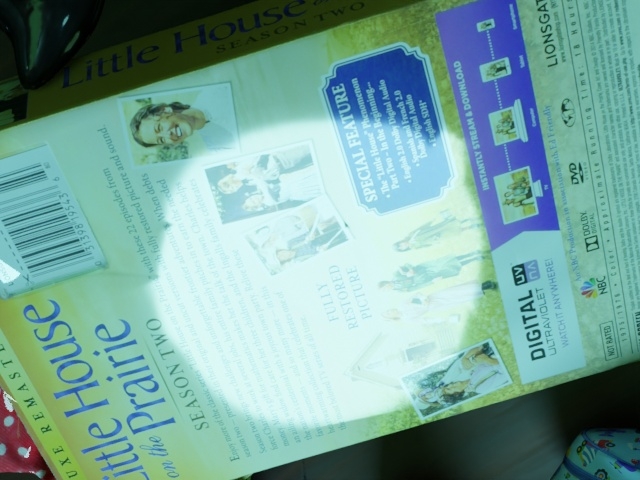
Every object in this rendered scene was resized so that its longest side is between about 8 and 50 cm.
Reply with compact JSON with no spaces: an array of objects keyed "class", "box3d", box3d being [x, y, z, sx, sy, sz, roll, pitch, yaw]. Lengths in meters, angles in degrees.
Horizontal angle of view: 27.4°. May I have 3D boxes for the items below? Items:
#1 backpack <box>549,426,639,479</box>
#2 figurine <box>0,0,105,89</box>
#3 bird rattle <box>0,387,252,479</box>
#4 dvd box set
[{"class":"backpack","box3d":[0.235,0.168,0.859,0.173,0.158,0.117,19,97,22]},{"class":"figurine","box3d":[-0.159,-0.217,0.722,0.215,0.092,0.209,39,83,13]},{"class":"bird rattle","box3d":[-0.117,0.121,0.975,0.253,0.143,0.207,34,94,17]},{"class":"dvd box set","box3d":[0.000,0.000,0.784,0.420,0.062,0.307,-17,127,3]}]
